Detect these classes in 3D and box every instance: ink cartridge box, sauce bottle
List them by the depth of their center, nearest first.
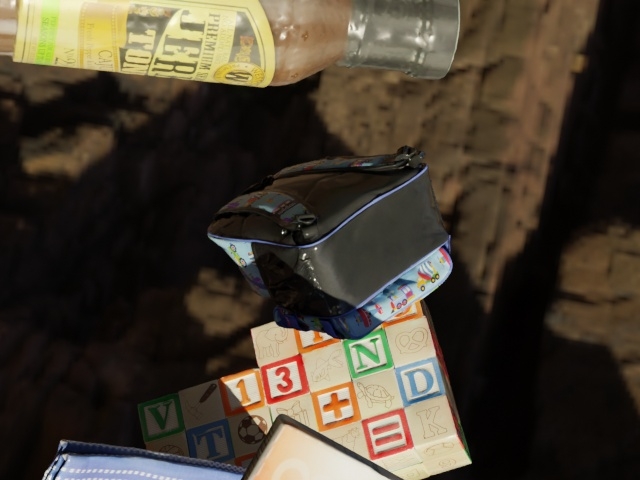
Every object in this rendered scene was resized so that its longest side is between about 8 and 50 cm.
[{"bbox_3d":[0.015,0.221,1.095,0.145,0.179,0.045,-61,-176,2],"label":"ink cartridge box"},{"bbox_3d":[-0.074,-0.166,1.145,0.111,0.344,0.111,-176,-90,-79],"label":"sauce bottle"}]

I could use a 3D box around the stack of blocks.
[{"bbox_3d":[-0.021,0.170,1.592,0.087,0.297,0.171,60,13,-60],"label":"stack of blocks"}]

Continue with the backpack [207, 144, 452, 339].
[{"bbox_3d":[0.000,0.000,1.343,0.158,0.173,0.117,-34,114,-33],"label":"backpack"}]

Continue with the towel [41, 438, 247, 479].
[{"bbox_3d":[-0.198,0.337,1.470,0.243,0.040,0.336,15,110,-38],"label":"towel"}]
